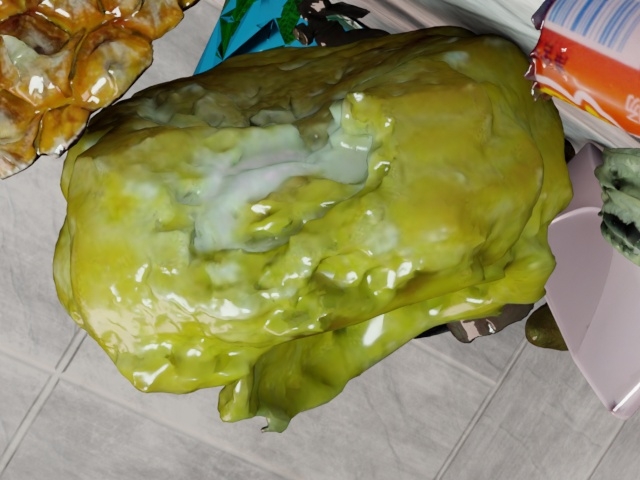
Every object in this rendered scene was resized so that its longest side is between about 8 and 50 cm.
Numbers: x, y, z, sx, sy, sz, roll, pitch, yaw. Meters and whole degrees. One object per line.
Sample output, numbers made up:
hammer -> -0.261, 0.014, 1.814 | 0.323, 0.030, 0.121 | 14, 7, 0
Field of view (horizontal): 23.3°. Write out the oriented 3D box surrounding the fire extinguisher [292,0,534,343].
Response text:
fire extinguisher -> 0.058, -0.057, 1.004 | 0.267, 0.072, 0.089 | 57, 159, -19

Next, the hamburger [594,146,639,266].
hamburger -> 0.209, 0.000, 0.844 | 0.140, 0.062, 0.133 | 29, -174, -12

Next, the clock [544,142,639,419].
clock -> 0.270, 0.087, 0.978 | 0.275, 0.080, 0.290 | 31, -157, -21

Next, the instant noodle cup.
instant noodle cup -> -0.019, -0.114, 1.374 | 0.240, 0.178, 0.240 | 31, -177, -2

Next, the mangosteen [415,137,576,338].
mangosteen -> 0.074, -0.030, 1.172 | 0.243, 0.243, 0.243 | 32, -176, -2

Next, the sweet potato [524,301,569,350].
sweet potato -> 0.173, 0.051, 1.048 | 0.038, 0.041, 0.153 | -4, -170, 27

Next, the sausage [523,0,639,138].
sausage -> 0.120, -0.030, 0.396 | 0.145, 0.048, 0.050 | 32, -172, 36

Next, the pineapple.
pineapple -> -0.221, -0.187, 0.758 | 0.272, 0.262, 0.262 | 45, 176, -35

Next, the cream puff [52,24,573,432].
cream puff -> -0.001, 0.001, 0.798 | 0.282, 0.185, 0.282 | -9, -161, 3
